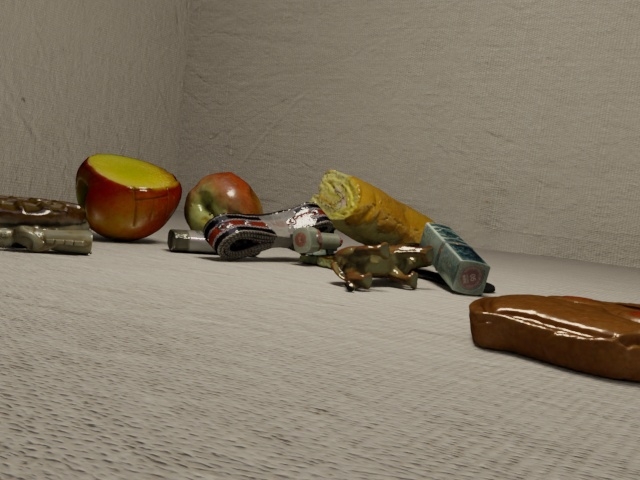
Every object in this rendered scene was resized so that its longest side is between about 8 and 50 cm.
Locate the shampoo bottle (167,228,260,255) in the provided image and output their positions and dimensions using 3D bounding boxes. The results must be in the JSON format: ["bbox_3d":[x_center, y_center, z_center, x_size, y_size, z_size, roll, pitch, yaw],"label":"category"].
[{"bbox_3d":[-0.268,0.006,1.803,0.228,0.055,0.086,4,7,-25],"label":"shampoo bottle"}]

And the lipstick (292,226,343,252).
[{"bbox_3d":[0.007,0.001,1.781,0.057,0.063,0.186,-11,-7,33],"label":"lipstick"}]

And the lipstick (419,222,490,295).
[{"bbox_3d":[0.289,0.034,1.572,0.078,0.076,0.289,10,15,-10],"label":"lipstick"}]

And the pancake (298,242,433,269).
[{"bbox_3d":[0.153,0.033,1.816,0.305,0.066,0.427,4,6,37],"label":"pancake"}]

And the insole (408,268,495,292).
[{"bbox_3d":[0.292,0.091,1.652,0.110,0.012,0.309,-2,6,-30],"label":"insole"}]

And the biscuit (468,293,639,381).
[{"bbox_3d":[0.416,0.124,0.961,0.456,0.078,0.350,5,0,-11],"label":"biscuit"}]

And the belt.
[{"bbox_3d":[-0.124,-0.023,1.756,0.360,0.126,0.094,-7,49,-44],"label":"belt"}]

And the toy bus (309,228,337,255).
[{"bbox_3d":[0.000,0.000,2.121,0.089,0.087,0.194,-4,3,8],"label":"toy bus"}]

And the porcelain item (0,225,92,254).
[{"bbox_3d":[-0.585,-0.004,1.467,0.213,0.054,0.084,5,1,-27],"label":"porcelain item"}]

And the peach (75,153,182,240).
[{"bbox_3d":[-0.516,-0.116,1.922,0.275,0.248,0.245,-3,-33,-25],"label":"peach"}]

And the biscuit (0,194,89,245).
[{"bbox_3d":[-0.699,-0.048,1.630,0.332,0.103,0.332,6,3,0],"label":"biscuit"}]

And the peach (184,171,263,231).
[{"bbox_3d":[-0.261,-0.069,1.960,0.214,0.214,0.235,7,-14,25],"label":"peach"}]

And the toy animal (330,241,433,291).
[{"bbox_3d":[0.117,0.051,1.471,0.312,0.097,0.158,0,0,-44],"label":"toy animal"}]

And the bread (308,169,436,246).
[{"bbox_3d":[0.172,-0.056,2.091,0.375,0.165,0.236,25,4,-38],"label":"bread"}]
